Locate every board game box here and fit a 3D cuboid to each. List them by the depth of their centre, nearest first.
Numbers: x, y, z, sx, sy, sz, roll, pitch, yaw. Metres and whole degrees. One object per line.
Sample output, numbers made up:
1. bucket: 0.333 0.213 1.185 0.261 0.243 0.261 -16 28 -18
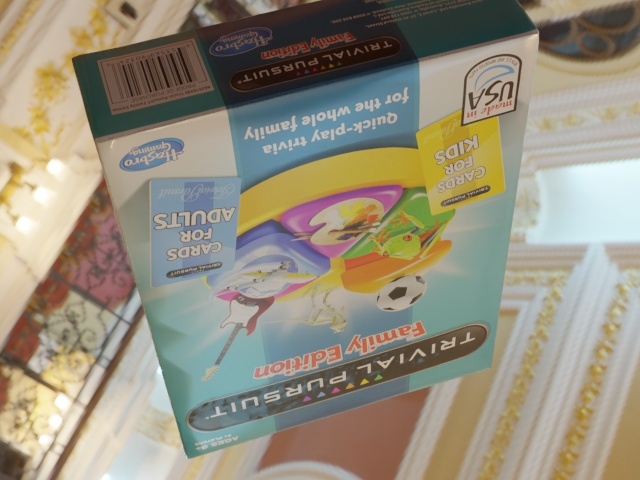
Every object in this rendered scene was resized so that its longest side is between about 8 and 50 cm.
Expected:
1. board game box: 0.000 0.000 0.702 0.253 0.336 0.079 -15 -130 -9
